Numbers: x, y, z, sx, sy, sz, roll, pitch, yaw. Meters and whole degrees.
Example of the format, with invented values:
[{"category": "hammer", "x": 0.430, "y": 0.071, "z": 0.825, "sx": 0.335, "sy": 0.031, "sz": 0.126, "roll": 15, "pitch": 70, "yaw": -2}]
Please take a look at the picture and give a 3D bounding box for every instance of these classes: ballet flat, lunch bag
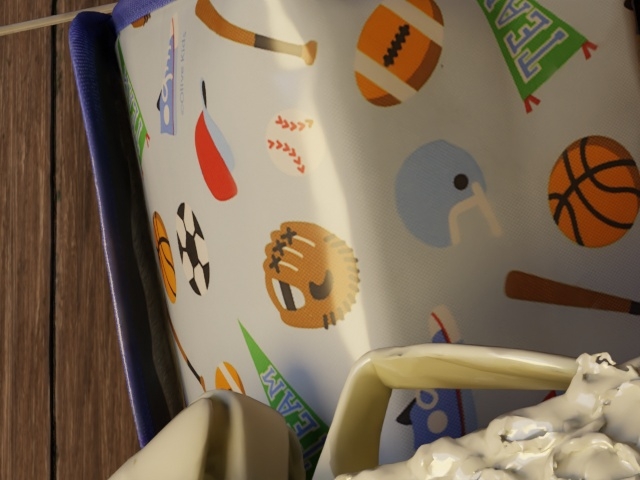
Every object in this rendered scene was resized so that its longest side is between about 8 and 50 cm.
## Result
[{"category": "ballet flat", "x": 0.005, "y": 0.115, "z": 0.493, "sx": 0.409, "sy": 0.147, "sz": 0.147, "roll": -16, "pitch": 70, "yaw": 36}, {"category": "lunch bag", "x": 0.000, "y": 0.000, "z": 0.730, "sx": 0.385, "sy": 0.239, "sz": 0.327, "roll": 5, "pitch": 107, "yaw": 66}]

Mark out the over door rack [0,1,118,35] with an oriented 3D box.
[{"category": "over door rack", "x": -0.146, "y": -0.196, "z": 0.750, "sx": 0.108, "sy": 0.324, "sz": 0.239, "roll": 56, "pitch": 145, "yaw": 1}]
